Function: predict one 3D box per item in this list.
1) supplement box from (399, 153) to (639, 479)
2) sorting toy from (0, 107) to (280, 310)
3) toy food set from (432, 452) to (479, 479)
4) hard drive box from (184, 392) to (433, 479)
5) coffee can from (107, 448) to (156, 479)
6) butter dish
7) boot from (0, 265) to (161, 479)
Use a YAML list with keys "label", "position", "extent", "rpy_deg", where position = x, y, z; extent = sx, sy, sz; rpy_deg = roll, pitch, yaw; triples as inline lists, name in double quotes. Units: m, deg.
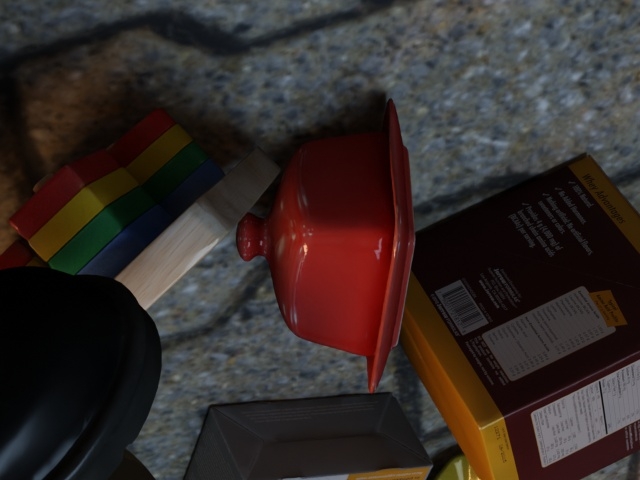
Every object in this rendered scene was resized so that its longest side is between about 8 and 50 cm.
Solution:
- label: "supplement box"
  position: [0.176, 0.070, 1.064]
  extent: [0.194, 0.191, 0.129]
  rpy_deg: [-25, 137, -5]
- label: "sorting toy"
  position: [-0.158, 0.027, 0.827]
  extent: [0.257, 0.255, 0.089]
  rpy_deg: [-43, 94, 10]
- label: "toy food set"
  position: [0.131, 0.284, 1.340]
  extent: [0.128, 0.071, 0.218]
  rpy_deg: [22, 117, -14]
- label: "hard drive box"
  position: [-0.031, 0.249, 1.194]
  extent: [0.181, 0.089, 0.232]
  rpy_deg: [-1, 130, -28]
- label: "coffee can"
  position: [-0.240, 0.280, 0.949]
  extent: [0.202, 0.201, 0.275]
  rpy_deg: [6, 116, -33]
- label: "butter dish"
  position: [0.000, 0.000, 0.955]
  extent: [0.118, 0.160, 0.160]
  rpy_deg: [4, 131, -2]
- label: "boot"
  position: [-0.261, 0.064, 0.565]
  extent: [0.348, 0.131, 0.260]
  rpy_deg: [-29, 138, -2]
